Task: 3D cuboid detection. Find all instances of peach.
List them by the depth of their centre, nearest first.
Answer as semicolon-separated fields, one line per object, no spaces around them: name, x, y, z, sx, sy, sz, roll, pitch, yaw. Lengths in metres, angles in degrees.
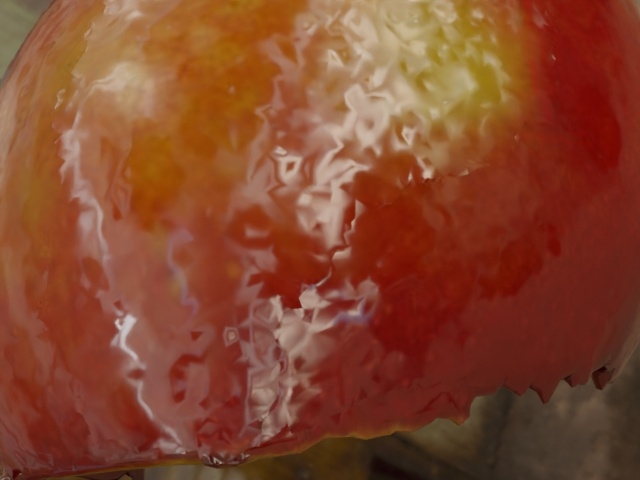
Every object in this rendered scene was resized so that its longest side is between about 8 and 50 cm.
peach;0.000;0.000;0.465;0.190;0.196;0.226;18;58;25
